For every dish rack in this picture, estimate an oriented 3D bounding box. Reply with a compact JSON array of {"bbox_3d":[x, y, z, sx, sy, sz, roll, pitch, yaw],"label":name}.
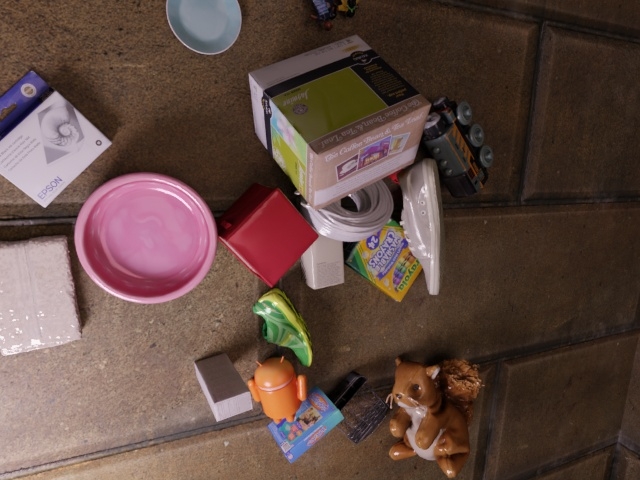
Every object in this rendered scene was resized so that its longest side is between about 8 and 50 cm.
[{"bbox_3d":[0.132,0.601,1.640,0.208,0.074,0.271,-46,118,-9],"label":"dish rack"}]

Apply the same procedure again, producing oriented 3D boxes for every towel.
[{"bbox_3d":[-0.693,0.130,1.127,0.187,0.049,0.282,-8,104,-27],"label":"towel"}]

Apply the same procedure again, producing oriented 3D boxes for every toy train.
[{"bbox_3d":[0.443,-0.299,1.525,0.334,0.142,0.190,52,60,-26],"label":"toy train"}]

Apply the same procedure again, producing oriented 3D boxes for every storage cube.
[{"bbox_3d":[-0.157,-0.020,1.284,0.193,0.184,0.215,-47,117,-11],"label":"storage cube"}]

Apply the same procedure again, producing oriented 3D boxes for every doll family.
[{"bbox_3d":[0.044,-0.658,1.299,0.193,0.076,0.111,-28,118,-13],"label":"doll family"}]

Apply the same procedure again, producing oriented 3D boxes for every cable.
[{"bbox_3d":[0.072,-0.111,1.305,0.257,0.089,0.257,33,52,1],"label":"cable"}]

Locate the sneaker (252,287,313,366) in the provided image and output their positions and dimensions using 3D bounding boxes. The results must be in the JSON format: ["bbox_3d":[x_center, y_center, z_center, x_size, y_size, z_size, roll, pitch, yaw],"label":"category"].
[{"bbox_3d":[-0.111,0.274,1.438,0.123,0.109,0.295,-25,116,5],"label":"sneaker"}]

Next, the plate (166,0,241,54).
[{"bbox_3d":[-0.292,-0.567,1.176,0.188,0.024,0.188,-6,104,-26],"label":"plate"}]

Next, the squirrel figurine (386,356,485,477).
[{"bbox_3d":[0.404,0.574,1.701,0.397,0.281,0.370,-29,104,-33],"label":"squirrel figurine"}]

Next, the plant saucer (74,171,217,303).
[{"bbox_3d":[-0.429,-0.009,1.177,0.332,0.084,0.332,-3,104,-12],"label":"plant saucer"}]

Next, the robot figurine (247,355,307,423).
[{"bbox_3d":[-0.128,0.455,1.443,0.128,0.158,0.219,-28,114,-37],"label":"robot figurine"}]

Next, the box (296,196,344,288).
[{"bbox_3d":[0.000,0.000,1.418,0.113,0.094,0.275,-9,106,-25],"label":"box"}]

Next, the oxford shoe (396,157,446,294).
[{"bbox_3d":[0.322,-0.037,1.477,0.130,0.169,0.449,-4,112,20],"label":"oxford shoe"}]

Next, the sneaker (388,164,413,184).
[{"bbox_3d":[0.282,-0.185,1.522,0.221,0.087,0.128,-1,101,-25],"label":"sneaker"}]

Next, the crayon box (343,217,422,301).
[{"bbox_3d":[0.231,0.060,1.555,0.323,0.083,0.203,36,85,-29],"label":"crayon box"}]

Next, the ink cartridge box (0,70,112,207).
[{"bbox_3d":[-0.643,-0.230,1.066,0.223,0.045,0.224,-49,118,-9],"label":"ink cartridge box"}]

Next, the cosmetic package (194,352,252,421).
[{"bbox_3d":[-0.274,0.398,1.292,0.099,0.239,0.060,-11,107,-24],"label":"cosmetic package"}]

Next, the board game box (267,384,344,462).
[{"bbox_3d":[-0.050,0.580,1.494,0.210,0.160,0.047,-36,116,-14],"label":"board game box"}]

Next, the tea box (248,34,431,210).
[{"bbox_3d":[0.040,-0.309,1.205,0.329,0.323,0.220,-27,152,-18],"label":"tea box"}]
